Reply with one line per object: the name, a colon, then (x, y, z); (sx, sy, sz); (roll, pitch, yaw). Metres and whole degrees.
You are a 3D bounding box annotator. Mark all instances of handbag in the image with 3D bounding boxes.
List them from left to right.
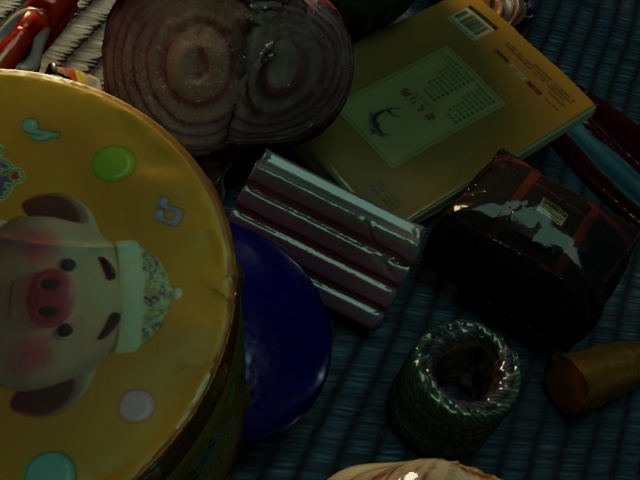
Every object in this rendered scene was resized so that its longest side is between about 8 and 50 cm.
handbag: (0.248, 0.004, 1.256); (0.215, 0.155, 0.169); (33, 42, 7)

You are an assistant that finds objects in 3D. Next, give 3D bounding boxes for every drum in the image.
drum: (-0.264, 0.084, 0.836); (0.431, 0.214, 0.431); (2, 58, -2)

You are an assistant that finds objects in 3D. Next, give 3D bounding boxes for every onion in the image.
onion: (-0.099, -0.208, 1.250); (0.256, 0.272, 0.230); (43, 31, 19)

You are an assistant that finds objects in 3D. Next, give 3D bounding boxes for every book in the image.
book: (0.141, -0.178, 1.404); (0.389, 0.032, 0.269); (-29, 66, -26)

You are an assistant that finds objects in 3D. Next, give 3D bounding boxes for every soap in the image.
soap: (0.000, 0.000, 1.166); (0.203, 0.122, 0.065); (27, 24, -3)

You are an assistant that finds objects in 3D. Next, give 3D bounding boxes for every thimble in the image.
thimble: (0.138, 0.154, 1.118); (0.118, 0.090, 0.135); (38, 46, 10)

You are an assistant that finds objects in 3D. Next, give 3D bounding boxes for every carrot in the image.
carrot: (0.345, 0.150, 1.242); (0.205, 0.072, 0.072); (-7, 54, -37)

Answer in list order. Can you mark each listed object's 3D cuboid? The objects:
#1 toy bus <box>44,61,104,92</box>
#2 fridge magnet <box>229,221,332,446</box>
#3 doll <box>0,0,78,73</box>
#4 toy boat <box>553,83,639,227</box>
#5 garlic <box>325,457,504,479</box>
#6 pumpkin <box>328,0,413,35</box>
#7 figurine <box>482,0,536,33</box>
toy bus: (-0.266, -0.110, 1.185); (0.077, 0.079, 0.174); (4, 49, -34)
fridge magnet: (-0.117, 0.086, 1.048); (0.265, 0.112, 0.265); (13, 46, -13)
doll: (-0.351, -0.155, 1.120); (0.099, 0.188, 0.384); (34, 59, -16)
toy boat: (0.464, -0.072, 1.487); (0.136, 0.079, 0.392); (-25, 61, -36)
garlic: (0.094, 0.312, 0.899); (0.245, 0.245, 0.253); (13, 77, -13)
pumpkin: (-0.025, -0.402, 1.429); (0.327, 0.257, 0.291); (-17, 64, -29)
figurine: (0.244, -0.313, 1.571); (0.126, 0.114, 0.157); (2, 42, 33)
